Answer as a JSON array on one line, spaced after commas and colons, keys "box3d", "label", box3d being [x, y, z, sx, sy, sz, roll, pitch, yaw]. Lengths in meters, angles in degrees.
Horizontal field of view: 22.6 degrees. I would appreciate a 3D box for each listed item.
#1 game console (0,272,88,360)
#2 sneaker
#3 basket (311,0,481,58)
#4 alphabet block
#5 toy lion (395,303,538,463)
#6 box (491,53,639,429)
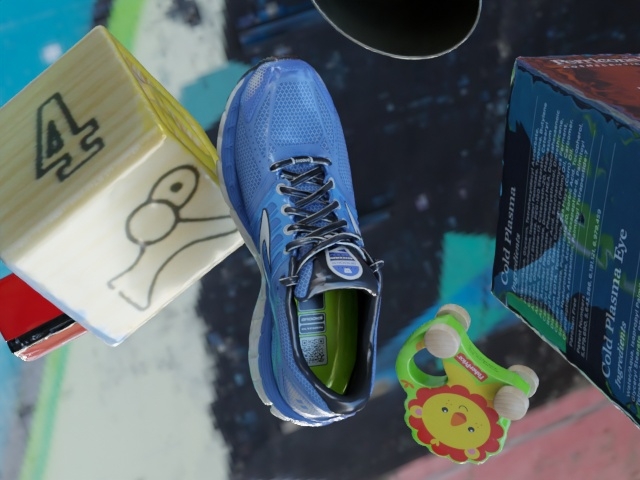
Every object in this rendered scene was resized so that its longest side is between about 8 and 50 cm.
[{"box3d": [-0.338, 0.079, 2.027, 0.085, 0.144, 0.124, 63, -2, 13], "label": "game console"}, {"box3d": [0.000, 0.000, 1.396, 0.147, 0.129, 0.330, -2, -82, 66], "label": "sneaker"}, {"box3d": [0.079, -0.325, 1.777, 0.154, 0.204, 0.227, -54, -165, 26], "label": "basket"}, {"box3d": [-0.208, -0.051, 1.561, 0.192, 0.197, 0.193, 46, 7, -49], "label": "alphabet block"}, {"box3d": [0.089, 0.103, 1.071, 0.100, 0.034, 0.096, 42, -52, -7], "label": "toy lion"}, {"box3d": [0.326, 0.001, 0.994, 0.312, 0.343, 0.179, -134, -136, -63], "label": "box"}]
